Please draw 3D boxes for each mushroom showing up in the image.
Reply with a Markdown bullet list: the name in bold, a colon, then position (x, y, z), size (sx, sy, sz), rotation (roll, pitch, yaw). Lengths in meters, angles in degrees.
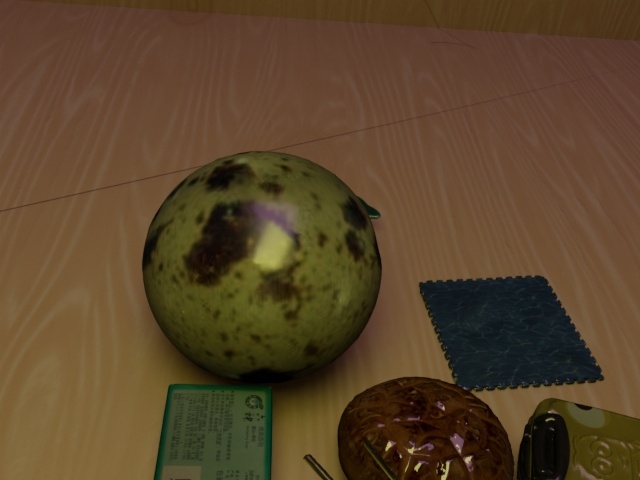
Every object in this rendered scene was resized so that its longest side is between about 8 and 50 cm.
- **mushroom**: position (0.147, 0.289, 0.980), size (0.253, 0.153, 0.253), rotation (10, 31, -6)

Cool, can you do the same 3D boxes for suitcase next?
- **suitcase**: position (0.376, 0.337, 0.950), size (0.234, 0.143, 0.194), rotation (14, 40, 8)

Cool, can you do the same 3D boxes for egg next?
- **egg**: position (-0.097, 0.041, 1.079), size (0.344, 0.345, 0.428), rotation (-21, 5, -29)

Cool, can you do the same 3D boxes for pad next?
- **pad**: position (0.332, 0.157, 1.269), size (0.269, 0.012, 0.269), rotation (-3, 40, -11)

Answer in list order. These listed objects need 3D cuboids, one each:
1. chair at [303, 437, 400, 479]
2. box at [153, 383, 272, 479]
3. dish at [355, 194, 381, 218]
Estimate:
- **chair**: position (0.100, 0.383, 0.783), size (0.325, 0.160, 0.170), rotation (42, 19, 31)
- **box**: position (-0.140, 0.315, 0.949), size (0.153, 0.092, 0.245), rotation (2, 38, -4)
- **dish**: position (0.000, 0.000, 1.365), size (0.246, 0.078, 0.224), rotation (-24, 48, -31)
